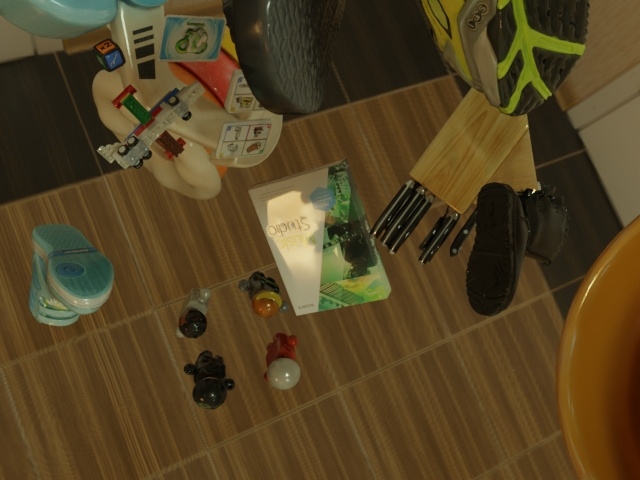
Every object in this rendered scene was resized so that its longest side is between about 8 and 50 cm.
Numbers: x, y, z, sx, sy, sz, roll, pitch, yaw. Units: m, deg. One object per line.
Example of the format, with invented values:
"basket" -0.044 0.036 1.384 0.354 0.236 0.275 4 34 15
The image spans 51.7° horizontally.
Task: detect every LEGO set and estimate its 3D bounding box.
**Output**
"LEGO set" -0.146 -0.172 0.736 0.244 0.182 0.060 -16 47 -43

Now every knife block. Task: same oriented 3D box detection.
"knife block" 0.179 -0.109 0.943 0.242 0.088 0.276 -8 90 14

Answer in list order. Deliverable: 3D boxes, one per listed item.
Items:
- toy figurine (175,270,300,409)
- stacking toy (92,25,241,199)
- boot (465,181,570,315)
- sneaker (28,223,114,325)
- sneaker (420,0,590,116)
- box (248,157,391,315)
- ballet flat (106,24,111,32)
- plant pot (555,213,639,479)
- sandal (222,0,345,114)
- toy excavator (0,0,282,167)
"toy figurine" -0.148 0.176 1.176 0.213 0.148 0.210 -11 109 -4
"stacking toy" -0.227 -0.360 1.477 0.350 0.350 0.480 42 72 -3
"boot" 0.176 0.007 0.581 0.099 0.045 0.121 8 85 -42
"sneaker" -0.511 0.115 1.349 0.127 0.319 0.208 -1 115 -33
"sneaker" 0.119 -0.272 0.515 0.145 0.385 0.147 -34 50 -16
"box" 0.000 0.000 1.470 0.322 0.232 0.058 69 25 -15
"ballet flat" -0.424 -0.515 1.384 0.147 0.409 0.147 -10 64 20
"plant pot" 0.254 0.087 0.324 0.188 0.205 0.205 29 67 -40
"sandal" -0.021 -0.147 0.412 0.054 0.254 0.097 1 120 7
"toy excavator" -0.259 -0.303 0.827 0.432 0.222 0.445 -11 105 -36
